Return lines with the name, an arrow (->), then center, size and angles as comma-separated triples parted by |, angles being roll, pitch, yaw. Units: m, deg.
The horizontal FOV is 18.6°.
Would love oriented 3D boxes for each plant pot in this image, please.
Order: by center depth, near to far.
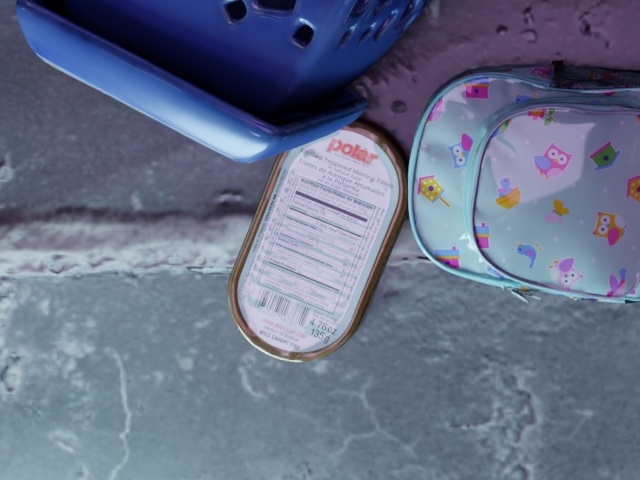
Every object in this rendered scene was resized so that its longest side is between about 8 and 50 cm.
plant pot -> -0.052, -0.186, 1.318 | 0.236, 0.236, 0.212 | 27, 106, 12

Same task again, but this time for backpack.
backpack -> 0.152, -0.042, 1.361 | 0.188, 0.144, 0.166 | 8, 104, 9

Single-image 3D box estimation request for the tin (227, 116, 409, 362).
tin -> 0.000, 0.000, 1.439 | 0.106, 0.040, 0.190 | 21, 99, 0
